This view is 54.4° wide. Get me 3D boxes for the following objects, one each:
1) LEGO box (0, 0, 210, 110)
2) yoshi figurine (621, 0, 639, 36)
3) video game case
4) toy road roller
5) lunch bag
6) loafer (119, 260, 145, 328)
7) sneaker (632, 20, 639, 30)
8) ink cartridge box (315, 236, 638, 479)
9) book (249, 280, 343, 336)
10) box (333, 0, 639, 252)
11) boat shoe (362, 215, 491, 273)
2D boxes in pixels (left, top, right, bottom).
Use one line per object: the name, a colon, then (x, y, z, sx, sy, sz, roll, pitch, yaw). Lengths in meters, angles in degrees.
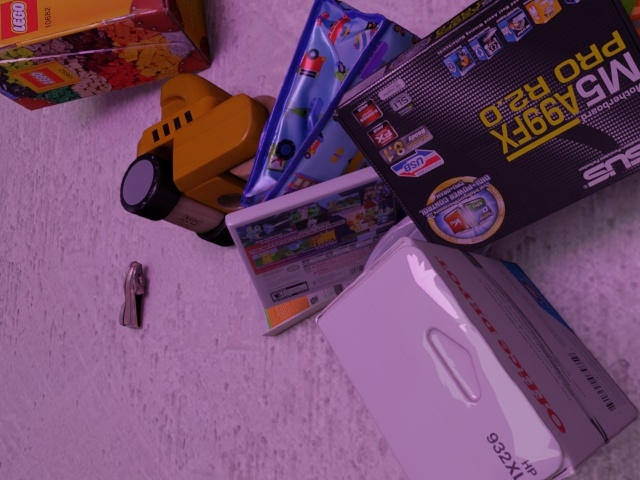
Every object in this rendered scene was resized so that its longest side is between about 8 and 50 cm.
LEGO box: (-0.426, -0.533, 1.117, 0.373, 0.193, 0.500, -10, 77, 10)
yoshi figurine: (0.233, -0.316, 0.705, 0.203, 0.204, 0.362, 150, 123, -63)
video game case: (0.000, 0.000, 0.793, 0.201, 0.183, 0.023, -18, 50, -3)
toy road roller: (-0.140, -0.152, 0.948, 0.330, 0.202, 0.240, -19, 63, 33)
lunch bag: (0.047, -0.116, 0.788, 0.138, 0.221, 0.293, 42, 110, 44)
loafer: (-0.339, 0.102, 1.149, 0.039, 0.045, 0.125, 15, 100, 18)
sneaker: (0.356, -0.145, 0.681, 0.094, 0.080, 0.212, -27, 60, 35)
ink cartridge box: (0.170, 0.131, 0.626, 0.129, 0.307, 0.223, -44, 62, 22)
book: (-0.041, 0.073, 0.949, 0.144, 0.035, 0.096, -32, 64, 27)
box: (0.183, -0.122, 0.620, 0.270, 0.060, 0.216, -29, 110, 27)
boat shoe: (0.174, -0.022, 0.776, 0.109, 0.094, 0.302, 47, 111, 1)
